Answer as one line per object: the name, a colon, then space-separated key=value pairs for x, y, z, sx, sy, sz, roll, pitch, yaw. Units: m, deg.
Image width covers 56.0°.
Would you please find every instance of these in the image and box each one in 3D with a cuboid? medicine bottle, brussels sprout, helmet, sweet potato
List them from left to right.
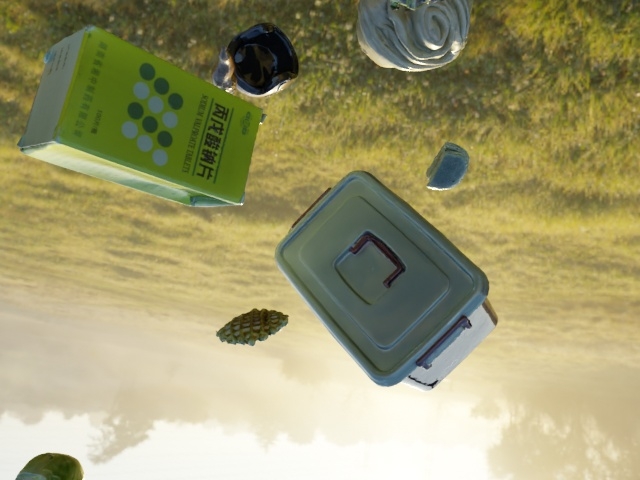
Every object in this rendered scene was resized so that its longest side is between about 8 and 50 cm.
brussels sprout: x=-0.630 y=0.562 z=1.415 sx=0.152 sy=0.149 sz=0.122 roll=-16 pitch=-163 yaw=16
medicine bottle: x=-0.211 y=-0.138 z=0.741 sx=0.250 sy=0.137 sz=0.141 roll=18 pitch=168 yaw=-41
sweet potato: x=-0.246 y=-0.423 z=1.509 sx=0.068 sy=0.068 sz=0.226 roll=8 pitch=159 yaw=1
helmet: x=-0.168 y=-0.501 z=1.696 sx=0.216 sy=0.189 sz=0.193 roll=-29 pitch=-168 yaw=-22

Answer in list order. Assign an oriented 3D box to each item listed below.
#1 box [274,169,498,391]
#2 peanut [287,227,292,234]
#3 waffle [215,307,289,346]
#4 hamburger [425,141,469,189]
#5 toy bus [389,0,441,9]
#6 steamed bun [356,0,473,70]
box: x=0.098 y=0.062 z=0.838 sx=0.294 sy=0.193 sz=0.167 roll=47 pitch=-175 yaw=37
peanut: x=0.000 y=0.000 z=1.676 sx=0.147 sy=0.147 sz=0.305 roll=4 pitch=-172 yaw=15
waffle: x=-0.204 y=0.263 z=1.840 sx=0.214 sy=0.054 sz=0.208 roll=2 pitch=-163 yaw=42
hamburger: x=0.312 y=-0.174 z=1.441 sx=0.084 sy=0.054 sz=0.121 roll=13 pitch=126 yaw=-13
toy bus: x=0.239 y=-0.574 z=1.214 sx=0.139 sy=0.302 sz=0.113 roll=33 pitch=146 yaw=32
steamed bun: x=0.248 y=-0.607 z=1.625 sx=0.324 sy=0.219 sz=0.309 roll=0 pitch=122 yaw=12
